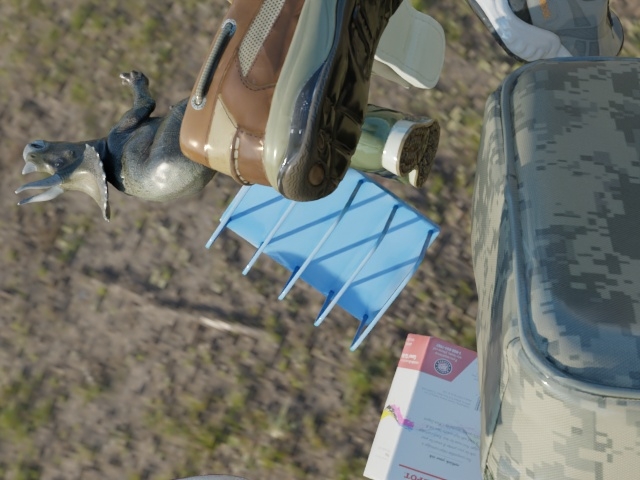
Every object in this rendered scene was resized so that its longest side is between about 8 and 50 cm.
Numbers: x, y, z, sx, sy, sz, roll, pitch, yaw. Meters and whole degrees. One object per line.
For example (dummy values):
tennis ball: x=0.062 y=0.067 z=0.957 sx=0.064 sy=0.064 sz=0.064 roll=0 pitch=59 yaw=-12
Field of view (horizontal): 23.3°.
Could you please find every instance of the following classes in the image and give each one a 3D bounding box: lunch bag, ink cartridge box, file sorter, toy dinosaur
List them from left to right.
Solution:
toy dinosaur: x=-0.152 y=-0.095 z=1.590 sx=0.313 sy=0.121 sz=0.160 roll=-2 pitch=61 yaw=33
file sorter: x=0.000 y=0.000 z=1.379 sx=0.170 sy=0.104 sz=0.118 roll=35 pitch=112 yaw=-3
ink cartridge box: x=0.121 y=0.208 z=1.606 sx=0.198 sy=0.115 sz=0.067 roll=-71 pitch=17 yaw=-7
lunch bag: x=0.179 y=0.077 z=0.811 sx=0.212 sy=0.256 sz=0.305 roll=5 pitch=36 yaw=-1

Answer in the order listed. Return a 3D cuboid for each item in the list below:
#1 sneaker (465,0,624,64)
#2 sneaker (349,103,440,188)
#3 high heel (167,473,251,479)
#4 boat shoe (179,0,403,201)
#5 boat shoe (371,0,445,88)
sneaker: x=0.234 y=-0.214 z=1.429 sx=0.108 sy=0.271 sz=0.100 roll=-40 pitch=72 yaw=22
sneaker: x=0.050 y=-0.089 z=1.355 sx=0.086 sy=0.192 sz=0.064 roll=18 pitch=94 yaw=11
high heel: x=-0.164 y=0.261 z=1.262 sx=0.082 sy=0.244 sz=0.117 roll=59 pitch=155 yaw=4
boat shoe: x=-0.012 y=-0.182 z=1.069 sx=0.120 sy=0.122 sz=0.324 roll=10 pitch=63 yaw=19
boat shoe: x=0.056 y=-0.257 z=1.807 sx=0.091 sy=0.305 sz=0.109 roll=11 pitch=80 yaw=26
